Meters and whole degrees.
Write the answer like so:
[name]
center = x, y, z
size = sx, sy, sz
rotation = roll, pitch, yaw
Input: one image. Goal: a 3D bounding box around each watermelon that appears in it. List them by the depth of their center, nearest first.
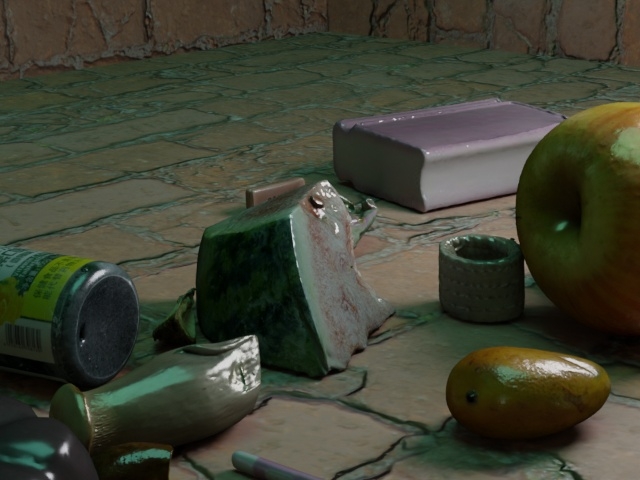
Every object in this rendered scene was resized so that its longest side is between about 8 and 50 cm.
[watermelon]
center = -0.037, 0.055, 1.544
size = 0.232, 0.193, 0.310
rotation = -28, 12, -17

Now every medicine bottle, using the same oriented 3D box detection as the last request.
[medicine bottle]
center = -0.360, 0.077, 1.445
size = 0.293, 0.141, 0.141
rotation = 7, 19, 27

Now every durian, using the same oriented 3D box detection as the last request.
[durian]
center = -0.173, 0.092, 1.515
size = 0.052, 0.066, 0.130
rotation = 0, 8, 2

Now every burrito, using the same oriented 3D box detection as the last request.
[burrito]
center = 0.003, 0.002, 1.792
size = 0.096, 0.066, 0.309
rotation = 7, 21, 16

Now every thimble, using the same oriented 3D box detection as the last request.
[thimble]
center = 0.201, 0.048, 1.591
size = 0.102, 0.090, 0.115
rotation = -11, 21, -19

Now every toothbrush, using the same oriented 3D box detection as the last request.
[toothbrush]
center = 0.031, 0.230, 1.122
size = 0.286, 0.020, 0.025
rotation = 11, 27, 35

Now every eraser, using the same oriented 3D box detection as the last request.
[eraser]
center = 0.242, -0.158, 2.205
size = 0.359, 0.122, 0.272
rotation = -12, 20, -30

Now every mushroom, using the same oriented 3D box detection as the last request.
[mushroom]
center = -0.148, 0.156, 1.258
size = 0.247, 0.096, 0.108
rotation = -19, 49, -37

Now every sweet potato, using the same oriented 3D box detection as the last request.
[sweet potato]
center = -0.189, 0.211, 1.160
size = 0.117, 0.049, 0.049
rotation = -6, 17, 4

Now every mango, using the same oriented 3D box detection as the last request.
[mango]
center = 0.207, 0.152, 1.261
size = 0.165, 0.089, 0.115
rotation = 3, 8, 4

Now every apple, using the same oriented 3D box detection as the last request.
[apple]
center = 0.370, -0.025, 1.504
size = 0.233, 0.286, 0.286
rotation = 0, 14, -30

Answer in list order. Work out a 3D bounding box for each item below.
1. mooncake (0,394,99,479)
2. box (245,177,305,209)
[mooncake]
center = -0.293, 0.220, 1.005
size = 0.245, 0.133, 0.245
rotation = -5, 23, 2
[box]
center = -0.072, -0.071, 2.065
size = 0.115, 0.048, 0.025
rotation = -15, 18, -41
